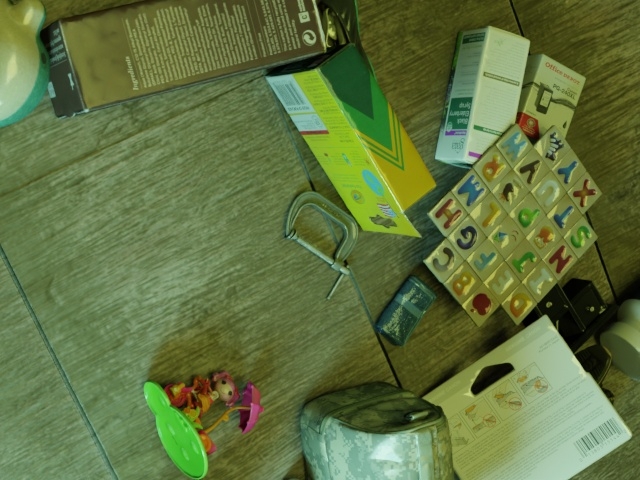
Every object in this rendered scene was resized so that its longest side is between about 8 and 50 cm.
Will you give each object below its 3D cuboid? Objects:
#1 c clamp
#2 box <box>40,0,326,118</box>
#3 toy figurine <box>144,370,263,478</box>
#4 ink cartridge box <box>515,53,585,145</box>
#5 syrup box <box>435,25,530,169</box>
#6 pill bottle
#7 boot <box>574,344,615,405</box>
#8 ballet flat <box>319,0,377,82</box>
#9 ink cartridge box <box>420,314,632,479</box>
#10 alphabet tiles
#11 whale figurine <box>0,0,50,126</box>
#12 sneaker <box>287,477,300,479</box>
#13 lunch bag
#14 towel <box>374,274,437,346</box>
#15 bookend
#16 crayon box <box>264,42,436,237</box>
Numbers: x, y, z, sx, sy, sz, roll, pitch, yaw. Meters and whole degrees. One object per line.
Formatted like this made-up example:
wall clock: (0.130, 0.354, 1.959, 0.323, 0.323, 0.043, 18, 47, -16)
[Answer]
c clamp: (0.000, 0.000, 1.781, 0.161, 0.022, 0.137, 40, 77, -23)
box: (-0.208, -0.292, 1.568, 0.381, 0.191, 0.143, -20, 102, -24)
toy figurine: (-0.172, 0.266, 1.690, 0.159, 0.130, 0.173, -27, 81, -35)
ink cartridge box: (0.404, -0.251, 1.931, 0.109, 0.063, 0.150, 22, 85, -25)
syrup box: (0.283, -0.245, 1.857, 0.096, 0.093, 0.236, 12, 89, -26)
pill bottle: (0.672, 0.142, 2.039, 0.265, 0.153, 0.153, -40, 109, -18)
boot: (0.520, 0.272, 1.994, 0.137, 0.077, 0.198, 4, 133, -30)
ballet flat: (0.040, -0.311, 1.750, 0.074, 0.074, 0.203, -15, 94, -24)
ink cartridge box: (0.357, 0.319, 1.895, 0.296, 0.066, 0.261, -34, 82, 5)
alphabet tiles: (0.342, -0.025, 1.854, 0.342, 0.011, 0.285, -45, 114, -11)
whale figurine: (-0.471, -0.288, 1.484, 0.216, 0.141, 0.272, -18, 79, 14)
sneaker: (-0.030, 0.554, 1.738, 0.169, 0.108, 0.292, 30, 59, -27)
lunch bag: (0.118, 0.407, 1.740, 0.213, 0.256, 0.305, -10, 99, -24)
towel: (0.150, 0.124, 1.858, 0.067, 0.029, 0.119, 42, 77, -21)
bookend: (0.452, 0.113, 1.977, 0.157, 0.072, 0.156, -40, 109, -18)
crayon box: (0.059, -0.156, 1.699, 0.081, 0.202, 0.318, -39, 110, -18)
